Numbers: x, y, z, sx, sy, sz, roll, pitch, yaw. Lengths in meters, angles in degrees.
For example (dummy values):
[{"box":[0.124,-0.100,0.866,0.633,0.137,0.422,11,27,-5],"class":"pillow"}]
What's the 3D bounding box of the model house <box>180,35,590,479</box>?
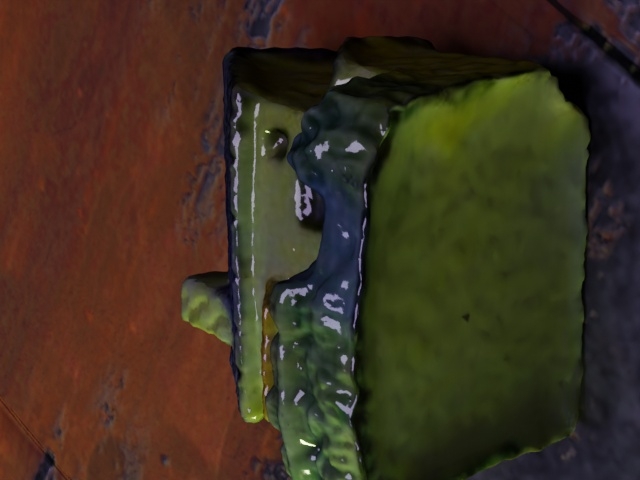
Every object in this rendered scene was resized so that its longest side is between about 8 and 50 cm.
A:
[{"box":[0.000,0.000,0.899,0.211,0.170,0.193,16,115,44],"class":"model house"}]
